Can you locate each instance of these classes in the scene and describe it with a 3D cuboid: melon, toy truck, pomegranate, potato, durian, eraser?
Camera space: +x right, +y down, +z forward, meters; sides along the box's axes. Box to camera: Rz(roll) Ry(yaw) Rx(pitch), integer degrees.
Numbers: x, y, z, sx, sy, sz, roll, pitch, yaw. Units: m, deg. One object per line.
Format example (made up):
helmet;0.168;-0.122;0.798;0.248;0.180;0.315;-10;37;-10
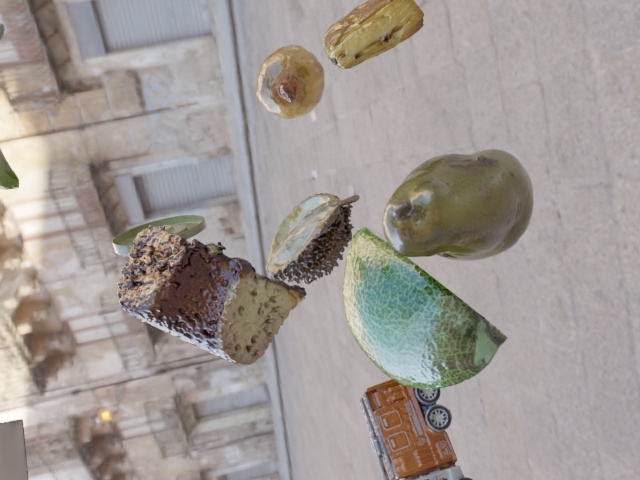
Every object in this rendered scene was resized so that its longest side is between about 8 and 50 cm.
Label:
melon;0.205;0.153;1.502;0.343;0.226;0.331;-154;63;-65
toy truck;0.243;0.542;1.850;0.173;0.207;0.387;100;152;-66
pomegranate;-0.086;-0.442;2.011;0.207;0.207;0.207;169;90;-82
potato;0.246;-0.058;1.308;0.218;0.351;0.202;-6;93;43
durian;0.000;0.000;1.097;0.091;0.188;0.148;36;-158;-21
eraser;-0.539;0.380;1.195;0.104;0.023;0.150;2;-103;-57

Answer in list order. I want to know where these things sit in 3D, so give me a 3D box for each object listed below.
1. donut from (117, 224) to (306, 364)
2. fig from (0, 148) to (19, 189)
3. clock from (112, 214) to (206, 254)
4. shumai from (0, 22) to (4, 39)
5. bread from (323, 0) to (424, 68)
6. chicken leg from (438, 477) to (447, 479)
donut;-0.138;0.071;0.886;0.144;0.186;0.126;-1;58;47
fig;-0.740;-0.177;1.501;0.275;0.206;0.206;29;-142;-50
clock;-0.401;-0.019;1.794;0.235;0.235;0.029;-127;21;-73
shumai;-0.580;-0.355;1.205;0.083;0.080;0.082;0;62;50
bread;0.115;-0.493;1.662;0.099;0.235;0.210;60;-172;-22
chicken leg;0.128;0.293;0.756;0.021;0.036;0.083;72;-151;-75
